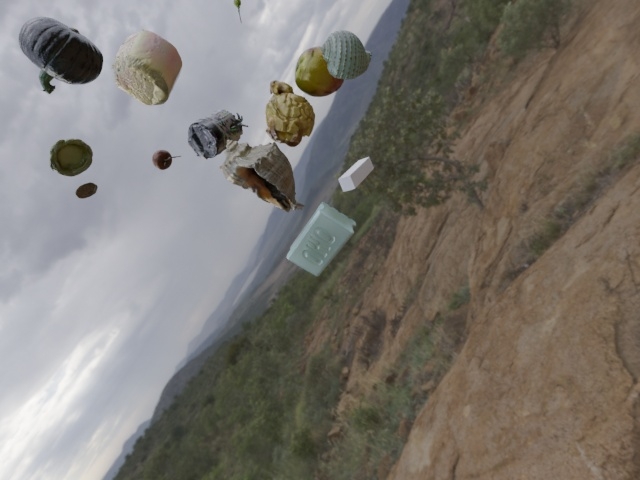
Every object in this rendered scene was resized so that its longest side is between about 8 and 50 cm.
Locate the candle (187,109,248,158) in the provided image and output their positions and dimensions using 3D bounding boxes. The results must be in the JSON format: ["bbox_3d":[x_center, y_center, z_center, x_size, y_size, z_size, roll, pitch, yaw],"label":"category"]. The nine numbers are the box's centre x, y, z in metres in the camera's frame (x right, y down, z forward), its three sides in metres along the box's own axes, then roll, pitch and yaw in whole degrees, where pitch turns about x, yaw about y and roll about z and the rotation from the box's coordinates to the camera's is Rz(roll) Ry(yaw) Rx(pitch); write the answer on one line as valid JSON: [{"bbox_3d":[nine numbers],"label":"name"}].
[{"bbox_3d":[-0.490,-0.545,2.022,0.330,0.187,0.187,-50,-2,-43],"label":"candle"}]

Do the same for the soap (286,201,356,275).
[{"bbox_3d":[0.000,0.000,1.586,0.265,0.159,0.088,-52,9,34],"label":"soap"}]

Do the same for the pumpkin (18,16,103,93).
[{"bbox_3d":[-0.900,-0.619,1.401,0.248,0.248,0.248,-58,6,10],"label":"pumpkin"}]

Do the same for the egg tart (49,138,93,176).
[{"bbox_3d":[-1.175,-0.394,1.919,0.197,0.078,0.197,-32,-42,-35],"label":"egg tart"}]

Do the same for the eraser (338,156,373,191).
[{"bbox_3d":[0.200,-0.367,2.241,0.076,0.078,0.298,-13,23,34],"label":"eraser"}]

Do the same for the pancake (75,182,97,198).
[{"bbox_3d":[-1.186,-0.253,2.072,0.115,0.011,0.115,-36,-14,-10],"label":"pancake"}]

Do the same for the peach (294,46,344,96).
[{"bbox_3d":[-0.002,-0.764,1.853,0.231,0.231,0.231,-58,6,10],"label":"peach"}]

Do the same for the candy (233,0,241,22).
[{"bbox_3d":[-0.421,-1.184,2.107,0.035,0.035,0.123,-24,-74,-66],"label":"candy"}]

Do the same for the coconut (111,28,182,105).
[{"bbox_3d":[-0.822,-0.838,1.957,0.297,0.297,0.310,130,152,-56],"label":"coconut"}]

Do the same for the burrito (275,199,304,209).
[{"bbox_3d":[-0.163,-0.188,2.126,0.203,0.064,0.064,-1,-50,-54],"label":"burrito"}]

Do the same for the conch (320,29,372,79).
[{"bbox_3d":[0.100,-0.733,1.582,0.131,0.199,0.172,69,-162,-65],"label":"conch"}]

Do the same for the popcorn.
[{"bbox_3d":[-0.152,-0.585,1.897,0.265,0.225,0.332,120,135,-67],"label":"popcorn"}]

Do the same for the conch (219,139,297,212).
[{"bbox_3d":[-0.204,-0.267,1.552,0.210,0.352,0.297,-63,22,-2],"label":"conch"}]

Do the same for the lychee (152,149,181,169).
[{"bbox_3d":[-0.826,-0.430,2.147,0.140,0.101,0.114,-10,36,56],"label":"lychee"}]
